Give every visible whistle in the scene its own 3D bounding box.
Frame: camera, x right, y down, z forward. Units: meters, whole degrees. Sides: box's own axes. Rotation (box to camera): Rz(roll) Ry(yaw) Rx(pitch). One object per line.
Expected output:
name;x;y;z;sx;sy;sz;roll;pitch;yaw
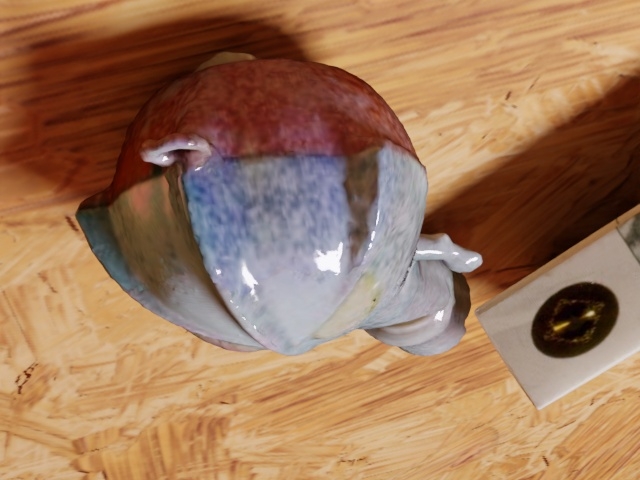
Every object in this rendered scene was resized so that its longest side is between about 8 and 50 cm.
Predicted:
whistle;0.001;-0.001;0.790;0.142;0.134;0.346;-34;158;12

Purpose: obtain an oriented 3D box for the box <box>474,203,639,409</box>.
box;0.225;-0.007;0.915;0.256;0.069;0.164;-34;173;19
